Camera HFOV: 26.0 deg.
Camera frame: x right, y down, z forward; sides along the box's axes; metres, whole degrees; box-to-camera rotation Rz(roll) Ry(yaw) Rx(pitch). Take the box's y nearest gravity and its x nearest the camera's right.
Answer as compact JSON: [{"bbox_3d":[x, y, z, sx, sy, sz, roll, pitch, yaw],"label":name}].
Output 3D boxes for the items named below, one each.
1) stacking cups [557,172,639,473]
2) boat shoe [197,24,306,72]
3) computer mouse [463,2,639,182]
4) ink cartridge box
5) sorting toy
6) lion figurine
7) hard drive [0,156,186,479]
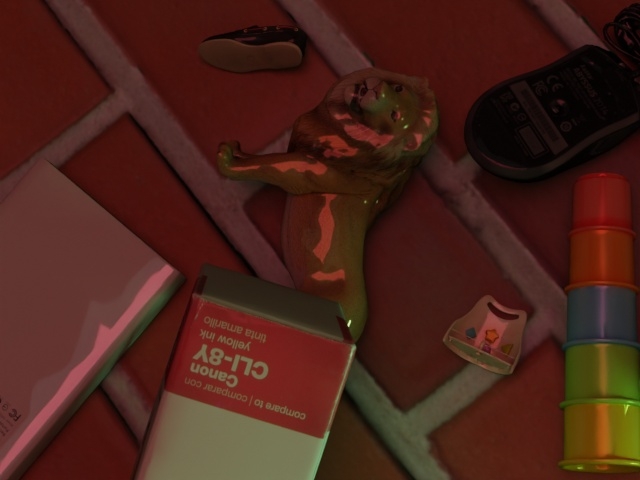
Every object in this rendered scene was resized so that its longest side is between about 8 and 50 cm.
[{"bbox_3d":[0.302,0.084,1.465,0.096,0.096,0.316,1,76,11],"label":"stacking cups"},{"bbox_3d":[-0.080,-0.230,1.648,0.133,0.049,0.042,1,48,18],"label":"boat shoe"},{"bbox_3d":[0.287,-0.137,1.543,0.272,0.072,0.188,-22,71,-8],"label":"computer mouse"},{"bbox_3d":[-0.103,0.237,1.353,0.160,0.279,0.384,17,94,-5],"label":"ink cartridge box"},{"bbox_3d":[0.188,0.100,1.514,0.083,0.045,0.075,25,75,16],"label":"sorting toy"},{"bbox_3d":[0.000,0.000,1.542,0.240,0.142,0.392,5,91,5],"label":"lion figurine"},{"bbox_3d":[-0.355,0.106,1.614,0.233,0.047,0.353,39,87,17],"label":"hard drive"}]
